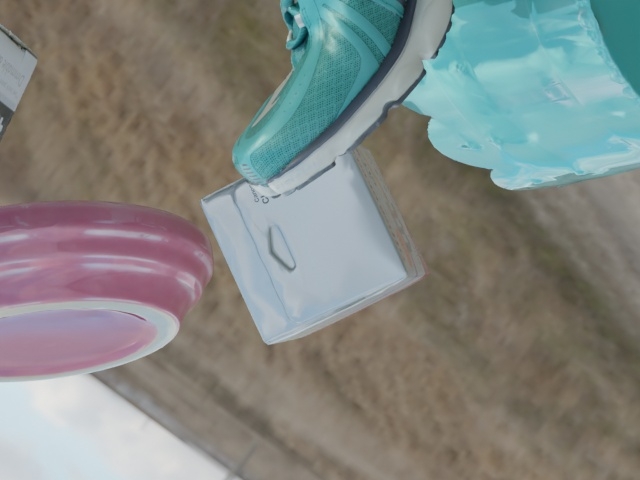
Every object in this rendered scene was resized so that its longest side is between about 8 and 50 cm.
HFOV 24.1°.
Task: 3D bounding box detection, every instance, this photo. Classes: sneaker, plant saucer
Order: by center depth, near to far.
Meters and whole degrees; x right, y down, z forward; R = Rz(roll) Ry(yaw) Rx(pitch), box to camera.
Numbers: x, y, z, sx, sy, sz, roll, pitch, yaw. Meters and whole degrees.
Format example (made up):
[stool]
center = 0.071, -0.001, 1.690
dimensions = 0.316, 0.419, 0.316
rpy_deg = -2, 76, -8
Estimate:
[sneaker]
center = 0.013, -0.153, 0.797
dimensions = 0.110, 0.275, 0.107
rpy_deg = 28, 170, -24
[plant saucer]
center = -0.262, 0.061, 1.407
dimensions = 0.332, 0.084, 0.332
rpy_deg = -8, 160, -3

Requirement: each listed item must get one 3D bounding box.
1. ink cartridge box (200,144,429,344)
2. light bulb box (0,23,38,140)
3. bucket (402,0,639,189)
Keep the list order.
[ink cartridge box]
center = 0.000, 0.000, 1.221
dimensions = 0.128, 0.127, 0.176
rpy_deg = 65, -171, 4
[light bulb box]
center = -0.449, -0.144, 1.063
dimensions = 0.361, 0.225, 0.358
rpy_deg = 22, 173, 10
[bucket]
center = 0.181, -0.170, 0.930
dimensions = 0.281, 0.281, 0.183
rpy_deg = 40, 157, -27
